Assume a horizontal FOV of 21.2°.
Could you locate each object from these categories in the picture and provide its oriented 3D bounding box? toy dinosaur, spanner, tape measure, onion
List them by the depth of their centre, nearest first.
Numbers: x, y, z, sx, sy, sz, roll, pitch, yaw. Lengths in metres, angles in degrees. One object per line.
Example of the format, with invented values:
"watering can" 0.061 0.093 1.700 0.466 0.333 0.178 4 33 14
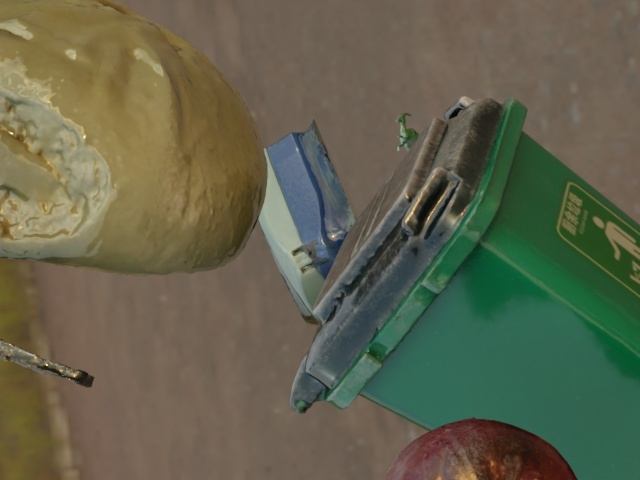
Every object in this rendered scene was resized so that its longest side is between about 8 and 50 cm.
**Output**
"onion" 0.113 0.206 1.261 0.195 0.159 0.160 160 104 -88
"spanner" -0.337 0.061 1.391 0.093 0.325 0.026 81 -150 -78
"toy dinosaur" 0.118 -0.134 2.174 0.021 0.083 0.062 -6 99 35
"tape measure" -0.002 -0.001 2.550 0.262 0.138 0.259 63 -175 -47

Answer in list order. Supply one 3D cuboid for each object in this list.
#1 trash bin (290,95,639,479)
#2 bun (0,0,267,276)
"trash bin" 0.193 0.094 1.534 0.295 0.381 0.259 -54 5 31
"bun" -0.214 -0.112 1.482 0.364 0.364 0.202 -131 57 -65
